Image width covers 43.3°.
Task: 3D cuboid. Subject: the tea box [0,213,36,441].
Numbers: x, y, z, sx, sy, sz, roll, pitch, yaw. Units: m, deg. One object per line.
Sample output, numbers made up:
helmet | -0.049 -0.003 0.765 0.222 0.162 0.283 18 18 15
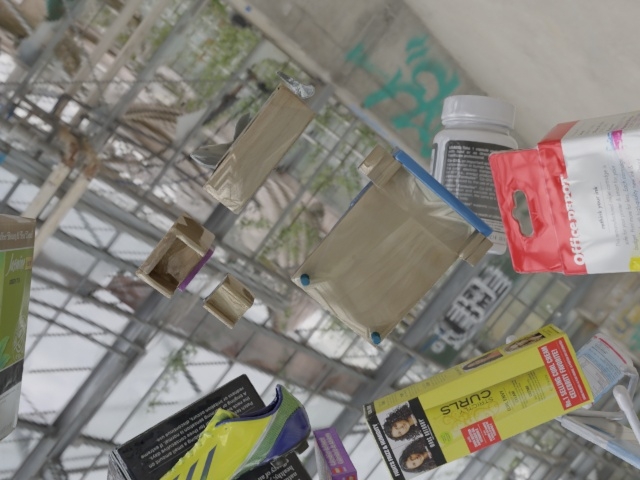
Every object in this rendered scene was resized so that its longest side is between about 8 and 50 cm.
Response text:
tea box | -0.589 0.110 1.085 0.329 0.323 0.220 7 -178 -3

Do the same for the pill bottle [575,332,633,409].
pill bottle | 0.487 0.253 1.482 0.087 0.160 0.087 47 179 1

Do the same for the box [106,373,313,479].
box | -0.182 0.579 1.602 0.471 0.297 0.480 57 156 11

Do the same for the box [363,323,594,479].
box | 0.169 0.178 0.876 0.058 0.232 0.087 -88 -25 -86

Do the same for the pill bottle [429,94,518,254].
pill bottle | 0.287 -0.121 1.528 0.161 0.283 0.161 7 179 0

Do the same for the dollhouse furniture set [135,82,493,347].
dollhouse furniture set | 0.000 0.000 0.961 0.303 0.286 0.198 38 -172 -9

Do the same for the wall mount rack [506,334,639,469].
wall mount rack | 0.435 0.247 1.175 0.304 0.130 0.350 12 -175 -31

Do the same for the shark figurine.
shark figurine | -0.102 -0.201 1.625 0.166 0.278 0.116 41 -166 -52

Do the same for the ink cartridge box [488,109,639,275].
ink cartridge box | 0.284 -0.045 0.733 0.078 0.231 0.134 -38 -63 -51

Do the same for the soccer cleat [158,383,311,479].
soccer cleat | -0.153 0.317 1.208 0.121 0.289 0.093 63 172 -10

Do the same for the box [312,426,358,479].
box | 0.044 0.583 1.754 0.201 0.057 0.293 -134 36 -72
